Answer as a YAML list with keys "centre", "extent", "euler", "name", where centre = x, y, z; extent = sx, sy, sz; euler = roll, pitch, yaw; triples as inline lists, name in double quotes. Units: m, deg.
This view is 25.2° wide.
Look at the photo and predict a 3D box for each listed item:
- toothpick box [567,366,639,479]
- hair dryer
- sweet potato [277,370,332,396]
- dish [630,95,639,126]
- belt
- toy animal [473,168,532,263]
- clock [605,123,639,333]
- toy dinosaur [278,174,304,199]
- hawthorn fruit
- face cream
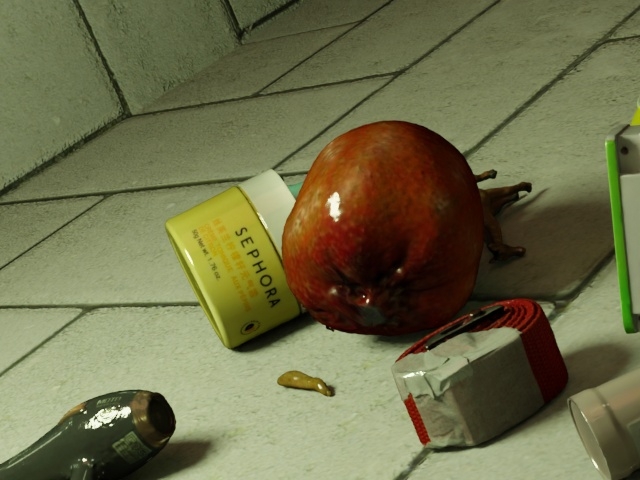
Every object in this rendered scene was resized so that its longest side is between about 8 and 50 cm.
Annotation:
- centre: [0.337, 0.172, 1.445]
  extent: [0.149, 0.098, 0.098]
  euler: [-24, 19, -2]
  name: "toothpick box"
- centre: [-0.339, 0.341, 1.783]
  extent: [0.304, 0.120, 0.359]
  euler: [-24, 26, 22]
  name: "hair dryer"
- centre: [-0.021, 0.188, 1.908]
  extent: [0.026, 0.026, 0.115]
  euler: [-35, 23, -31]
  name: "sweet potato"
- centre: [0.508, -0.181, 1.877]
  extent: [0.262, 0.108, 0.221]
  euler: [-43, 24, -10]
  name: "dish"
- centre: [0.181, 0.145, 1.654]
  extent: [0.201, 0.124, 0.128]
  euler: [-28, 18, -17]
  name: "belt"
- centre: [0.250, -0.036, 2.158]
  extent: [0.224, 0.066, 0.230]
  euler: [17, 30, 33]
  name: "toy animal"
- centre: [0.494, -0.024, 1.617]
  extent: [0.310, 0.235, 0.166]
  euler: [-4, 10, 21]
  name: "clock"
- centre: [0.000, 0.000, 2.244]
  extent: [0.331, 0.129, 0.383]
  euler: [-18, 40, 34]
  name: "toy dinosaur"
- centre: [0.092, -0.022, 1.929]
  extent: [0.295, 0.295, 0.311]
  euler: [-1, 58, 46]
  name: "hawthorn fruit"
- centre: [-0.106, 0.029, 2.129]
  extent: [0.179, 0.218, 0.218]
  euler: [-27, 20, -8]
  name: "face cream"
